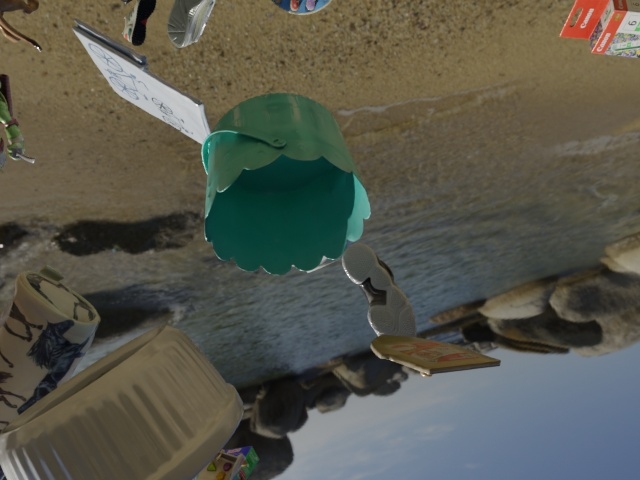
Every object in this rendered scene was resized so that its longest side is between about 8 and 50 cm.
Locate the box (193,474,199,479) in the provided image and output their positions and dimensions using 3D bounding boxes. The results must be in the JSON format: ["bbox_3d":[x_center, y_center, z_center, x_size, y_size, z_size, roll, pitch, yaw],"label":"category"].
[{"bbox_3d":[-0.272,0.355,0.835,0.114,0.103,0.203,-17,134,7],"label":"box"}]

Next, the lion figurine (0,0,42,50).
[{"bbox_3d":[-0.851,-0.696,1.329,0.142,0.393,0.240,-25,-172,-2],"label":"lion figurine"}]

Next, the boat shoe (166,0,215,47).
[{"bbox_3d":[-0.372,-0.732,1.589,0.103,0.118,0.320,-38,170,-46],"label":"boat shoe"}]

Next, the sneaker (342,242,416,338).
[{"bbox_3d":[0.153,0.131,1.239,0.101,0.269,0.153,-32,164,11],"label":"sneaker"}]

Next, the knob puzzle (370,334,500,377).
[{"bbox_3d":[0.169,0.195,0.879,0.213,0.030,0.213,6,-178,0],"label":"knob puzzle"}]

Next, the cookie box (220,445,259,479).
[{"bbox_3d":[-0.197,0.497,1.122,0.091,0.040,0.107,-19,-167,26],"label":"cookie box"}]

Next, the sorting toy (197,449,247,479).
[{"bbox_3d":[-0.158,0.362,0.801,0.083,0.075,0.045,0,136,35],"label":"sorting toy"}]

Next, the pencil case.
[{"bbox_3d":[-0.552,0.252,0.913,0.411,0.183,0.160,-58,146,-3],"label":"pencil case"}]

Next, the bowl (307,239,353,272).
[{"bbox_3d":[0.000,0.000,1.450,0.297,0.134,0.298,-25,180,0],"label":"bowl"}]

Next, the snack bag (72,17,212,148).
[{"bbox_3d":[-0.402,-0.359,1.269,0.037,0.342,0.323,-59,179,-11],"label":"snack bag"}]

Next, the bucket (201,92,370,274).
[{"bbox_3d":[-0.065,-0.093,0.870,0.280,0.183,0.281,-8,142,-6],"label":"bucket"}]

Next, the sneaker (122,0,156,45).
[{"bbox_3d":[-0.513,-0.631,1.451,0.057,0.075,0.161,-14,134,-58],"label":"sneaker"}]

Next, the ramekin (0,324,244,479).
[{"bbox_3d":[-0.186,0.169,0.487,0.207,0.109,0.207,-31,-174,3],"label":"ramekin"}]

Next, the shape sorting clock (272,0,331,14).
[{"bbox_3d":[-0.047,-0.643,1.228,0.206,0.206,0.040,-22,-157,13],"label":"shape sorting clock"}]

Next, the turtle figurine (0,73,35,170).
[{"bbox_3d":[-0.769,-0.229,1.143,0.197,0.275,0.266,-8,161,-38],"label":"turtle figurine"}]

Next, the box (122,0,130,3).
[{"bbox_3d":[-0.450,-0.703,1.287,0.180,0.077,0.147,-43,-167,50],"label":"box"}]

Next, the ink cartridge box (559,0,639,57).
[{"bbox_3d":[0.362,-0.260,0.636,0.115,0.029,0.063,8,149,4],"label":"ink cartridge box"}]
